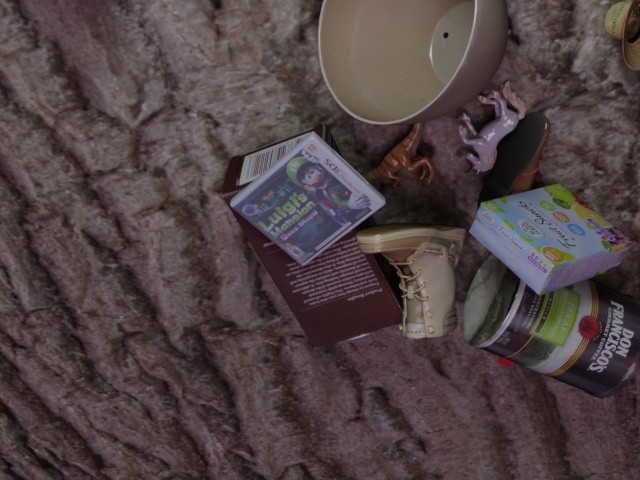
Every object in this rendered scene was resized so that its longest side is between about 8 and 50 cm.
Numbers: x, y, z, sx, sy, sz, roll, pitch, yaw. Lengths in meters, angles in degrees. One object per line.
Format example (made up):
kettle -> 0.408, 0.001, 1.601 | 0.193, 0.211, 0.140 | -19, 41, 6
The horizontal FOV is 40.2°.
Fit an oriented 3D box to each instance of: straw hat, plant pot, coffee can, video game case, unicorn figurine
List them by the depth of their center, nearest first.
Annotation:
plant pot -> 0.162, -0.301, 1.273 | 0.190, 0.284, 0.284 | 1, 139, -46
straw hat -> 0.467, -0.332, 1.323 | 0.061, 0.144, 0.145 | 23, 139, 39
video game case -> -0.021, -0.062, 1.418 | 0.190, 0.022, 0.173 | -37, 117, 25
unicorn figurine -> 0.277, -0.179, 1.456 | 0.111, 0.060, 0.162 | 40, 120, -23
coffee can -> 0.427, 0.148, 1.605 | 0.275, 0.202, 0.202 | 22, 125, -13

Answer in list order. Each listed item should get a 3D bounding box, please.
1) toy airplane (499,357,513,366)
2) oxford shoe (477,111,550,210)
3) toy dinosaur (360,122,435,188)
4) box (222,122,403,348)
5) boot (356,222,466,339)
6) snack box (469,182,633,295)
toy airplane -> 0.414, 0.210, 1.760 | 0.151, 0.028, 0.151 | 2, 126, 2
oxford shoe -> 0.343, -0.127, 1.500 | 0.076, 0.076, 0.212 | -3, 131, -33
toy dinosaur -> 0.145, -0.148, 1.487 | 0.112, 0.064, 0.211 | 29, 123, -16
box -> 0.000, 0.000, 1.562 | 0.191, 0.143, 0.381 | -18, 122, 15
boot -> 0.158, 0.072, 1.513 | 0.095, 0.262, 0.204 | 7, 95, 40
snack box -> 0.383, -0.007, 1.455 | 0.207, 0.174, 0.070 | -15, 136, -34
